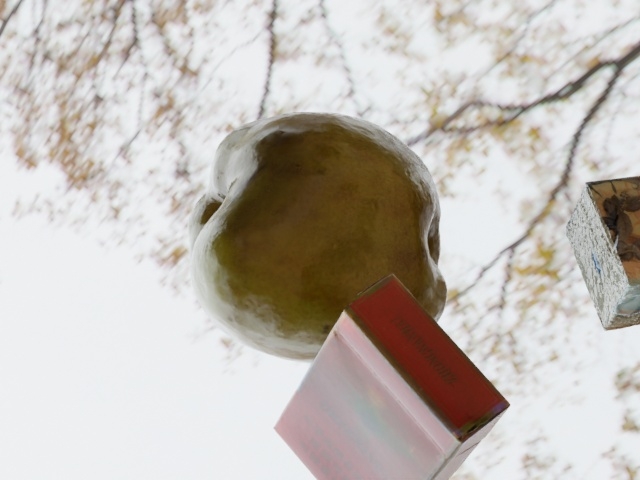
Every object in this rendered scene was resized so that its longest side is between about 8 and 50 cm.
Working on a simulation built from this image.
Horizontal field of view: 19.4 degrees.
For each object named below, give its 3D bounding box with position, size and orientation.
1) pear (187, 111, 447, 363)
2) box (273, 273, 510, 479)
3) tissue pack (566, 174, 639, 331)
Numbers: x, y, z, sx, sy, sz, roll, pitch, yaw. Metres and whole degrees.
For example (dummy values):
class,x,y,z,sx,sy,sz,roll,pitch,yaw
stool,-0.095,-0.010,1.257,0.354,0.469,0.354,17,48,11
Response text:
class,x,y,z,sx,sy,sz,roll,pitch,yaw
pear,0.000,0.000,1.371,0.200,0.200,0.200,7,-110,-20
box,0.041,0.111,1.186,0.048,0.175,0.112,-33,-105,-31
tissue pack,0.187,0.003,0.979,0.094,0.058,0.074,-9,-124,-13
